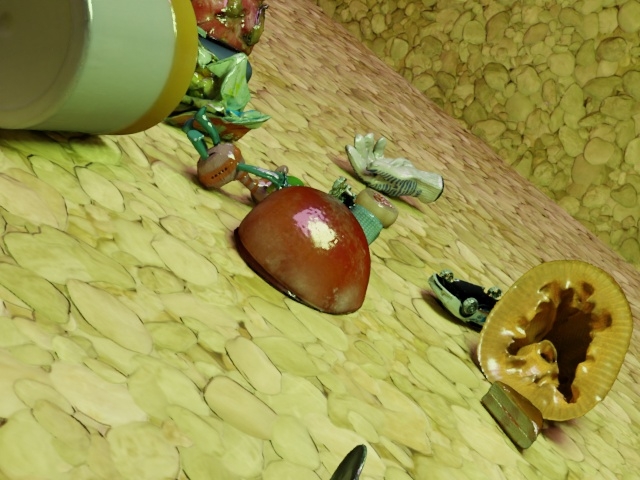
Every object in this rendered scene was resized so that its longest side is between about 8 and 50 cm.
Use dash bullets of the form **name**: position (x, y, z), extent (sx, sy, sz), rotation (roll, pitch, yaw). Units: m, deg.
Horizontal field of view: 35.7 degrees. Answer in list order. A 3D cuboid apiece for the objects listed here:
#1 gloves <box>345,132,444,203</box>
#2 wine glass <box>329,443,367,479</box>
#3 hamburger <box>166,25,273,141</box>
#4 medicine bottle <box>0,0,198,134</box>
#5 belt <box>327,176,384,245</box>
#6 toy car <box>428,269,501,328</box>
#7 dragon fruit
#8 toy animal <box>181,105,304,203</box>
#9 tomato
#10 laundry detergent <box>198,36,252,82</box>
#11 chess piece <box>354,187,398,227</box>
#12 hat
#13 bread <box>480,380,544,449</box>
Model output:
- **gloves**: position (0.143, -0.138, 1.983), extent (0.229, 0.097, 0.119), rotation (30, 8, -24)
- **wine glass**: position (0.097, 0.265, 0.856), extent (0.202, 0.093, 0.093), rotation (31, 18, -4)
- **hamburger**: position (-0.217, -0.286, 1.620), extent (0.276, 0.150, 0.260), rotation (23, 20, -33)
- **medicine bottle**: position (-0.306, -0.250, 1.213), extent (0.238, 0.238, 0.232), rotation (41, 19, 17)
- **belt**: position (0.048, -0.030, 1.520), extent (0.100, 0.065, 0.179), rotation (43, -4, 6)
- **toy car**: position (0.253, 0.105, 1.617), extent (0.205, 0.056, 0.095), rotation (18, 24, -35)
- **dragon fruit**: position (-0.211, -0.471, 2.013), extent (0.211, 0.147, 0.282), rotation (21, 0, 17)
- **toy animal**: position (-0.110, -0.104, 1.424), extent (0.208, 0.100, 0.103), rotation (39, -25, -29)
- **tomato**: position (0.000, 0.000, 1.345), extent (0.199, 0.112, 0.228), rotation (37, 20, 0)
- **laundry detergent**: position (-0.232, -0.363, 1.939), extent (0.206, 0.061, 0.096), rotation (19, 27, -40)
- **chess piece**: position (0.101, -0.059, 1.796), extent (0.084, 0.038, 0.083), rotation (33, 16, -10)
- **hat**: position (0.378, 0.196, 1.517), extent (0.244, 0.234, 0.233), rotation (65, 5, 37)
- **bread**: position (0.267, 0.236, 1.322), extent (0.062, 0.043, 0.109), rotation (20, 22, -37)
